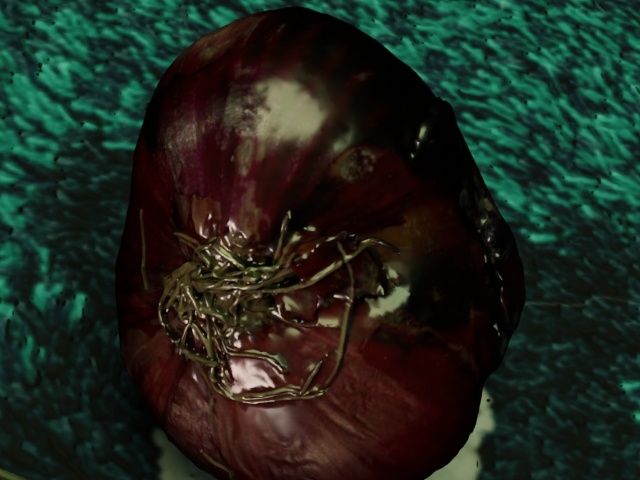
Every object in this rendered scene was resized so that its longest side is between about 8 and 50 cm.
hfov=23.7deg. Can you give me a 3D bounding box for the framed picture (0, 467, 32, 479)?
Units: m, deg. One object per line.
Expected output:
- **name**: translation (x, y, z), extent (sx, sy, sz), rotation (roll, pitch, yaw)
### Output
- **framed picture**: translation (-0.294, 0.099, 0.743), extent (0.266, 0.018, 0.192), rotation (18, 8, 16)

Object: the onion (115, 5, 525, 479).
- **onion**: translation (-0.009, 0.005, 0.837), extent (0.221, 0.281, 0.281), rotation (-3, 48, 27)
